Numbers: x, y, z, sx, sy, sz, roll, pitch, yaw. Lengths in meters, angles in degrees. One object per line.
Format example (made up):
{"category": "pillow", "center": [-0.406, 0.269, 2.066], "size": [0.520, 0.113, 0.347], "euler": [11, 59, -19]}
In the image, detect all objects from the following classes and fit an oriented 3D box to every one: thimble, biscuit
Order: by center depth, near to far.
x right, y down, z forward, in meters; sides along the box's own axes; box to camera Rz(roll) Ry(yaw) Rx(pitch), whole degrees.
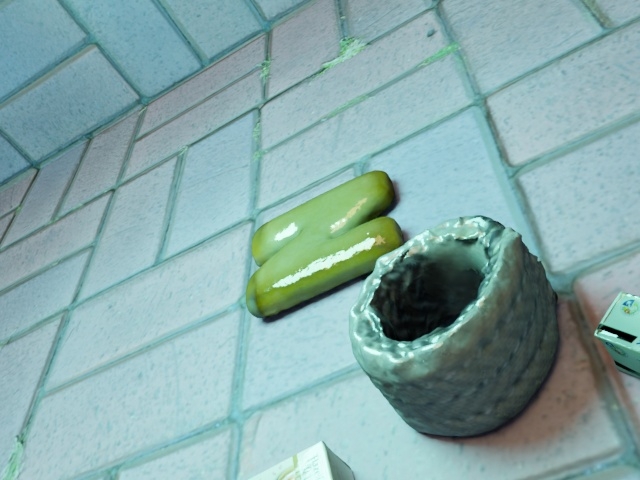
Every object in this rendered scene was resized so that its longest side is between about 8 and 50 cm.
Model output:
{"category": "thimble", "center": [0.160, 0.097, 0.822], "size": [0.245, 0.157, 0.217], "euler": [-42, 34, -7]}
{"category": "biscuit", "center": [0.000, 0.000, 1.176], "size": [0.291, 0.062, 0.236], "euler": [-24, 35, 18]}

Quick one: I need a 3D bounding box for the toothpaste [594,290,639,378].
{"category": "toothpaste", "center": [0.416, 0.134, 0.608], "size": [0.067, 0.081, 0.337], "euler": [-51, 35, -13]}

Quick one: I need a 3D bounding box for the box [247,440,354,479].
{"category": "box", "center": [-0.019, 0.344, 0.763], "size": [0.135, 0.081, 0.199], "euler": [-31, 36, 10]}
